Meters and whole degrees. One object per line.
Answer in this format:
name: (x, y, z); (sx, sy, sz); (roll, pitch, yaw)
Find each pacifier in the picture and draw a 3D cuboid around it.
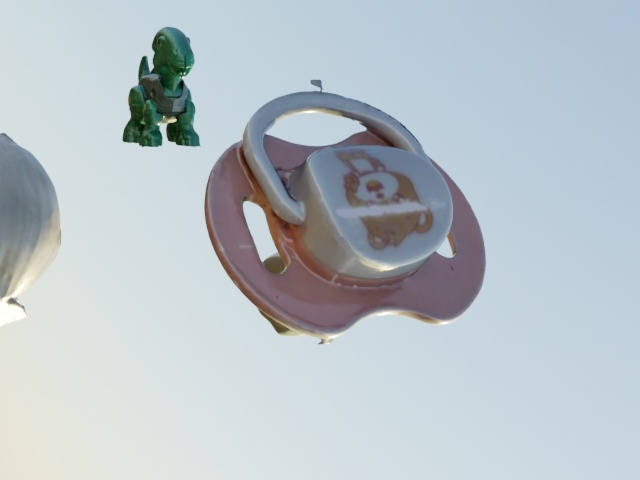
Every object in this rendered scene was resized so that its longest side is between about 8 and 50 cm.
pacifier: (0.019, -0.001, 2.012); (0.220, 0.332, 0.273); (36, -57, 47)

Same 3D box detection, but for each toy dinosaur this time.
toy dinosaur: (-0.125, -0.124, 1.560); (0.132, 0.059, 0.096); (-151, -117, -67)

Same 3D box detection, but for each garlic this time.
garlic: (-0.312, -0.009, 1.432); (0.178, 0.229, 0.143); (58, -4, 21)
